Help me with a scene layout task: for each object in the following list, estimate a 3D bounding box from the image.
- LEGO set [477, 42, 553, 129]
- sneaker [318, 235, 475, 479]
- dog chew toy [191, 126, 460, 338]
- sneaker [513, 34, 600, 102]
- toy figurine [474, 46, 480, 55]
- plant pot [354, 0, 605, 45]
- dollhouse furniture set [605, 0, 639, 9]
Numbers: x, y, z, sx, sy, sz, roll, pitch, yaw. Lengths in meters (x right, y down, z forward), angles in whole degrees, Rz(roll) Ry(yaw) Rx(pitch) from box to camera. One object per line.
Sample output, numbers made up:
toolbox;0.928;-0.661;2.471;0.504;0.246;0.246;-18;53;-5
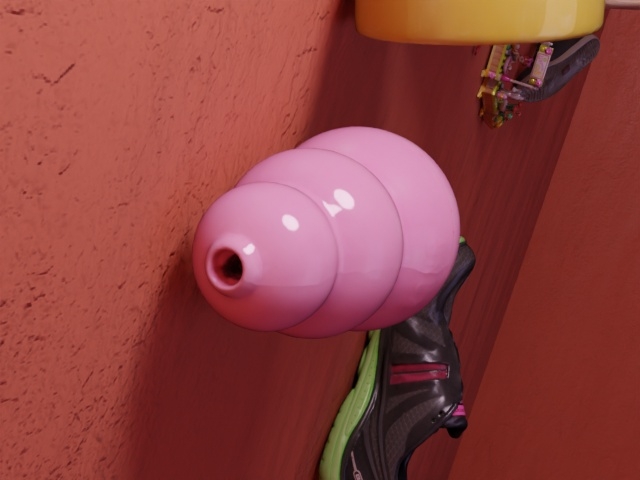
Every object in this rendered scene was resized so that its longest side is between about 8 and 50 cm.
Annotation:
LEGO set;0.355;-0.291;2.052;0.132;0.107;0.287;-53;157;-45
sneaker;0.163;0.225;1.872;0.185;0.202;0.482;13;97;-75
dog chew toy;0.000;0.000;1.071;0.332;0.207;0.206;-17;126;-62
sneaker;0.474;-0.378;2.420;0.222;0.118;0.083;-34;135;-16
toy figurine;0.416;-0.439;1.873;0.191;0.217;0.362;91;25;-50
plant pot;0.157;-0.329;1.138;0.254;0.254;0.239;-38;129;-62
dollhouse furniture set;0.415;-0.526;1.325;0.362;0.256;0.394;78;22;-50
